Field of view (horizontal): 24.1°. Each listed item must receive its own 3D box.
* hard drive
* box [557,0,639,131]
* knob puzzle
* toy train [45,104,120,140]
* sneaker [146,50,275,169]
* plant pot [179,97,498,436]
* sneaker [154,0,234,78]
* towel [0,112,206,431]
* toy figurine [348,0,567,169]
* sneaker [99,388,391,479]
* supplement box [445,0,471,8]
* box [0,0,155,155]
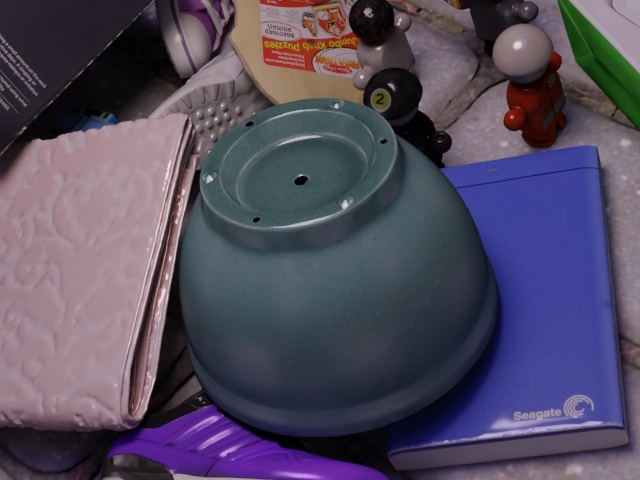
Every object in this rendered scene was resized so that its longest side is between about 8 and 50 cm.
[{"bbox_3d":[0.168,0.056,1.410,0.210,0.040,0.319,-9,51,15],"label":"hard drive"},{"bbox_3d":[0.399,-0.199,1.468,0.231,0.127,0.262,-30,48,-1],"label":"box"},{"bbox_3d":[-0.015,-0.205,1.634,0.030,0.213,0.213,-34,28,56],"label":"knob puzzle"},{"bbox_3d":[-0.231,-0.084,1.656,0.184,0.080,0.105,16,55,31],"label":"toy train"},{"bbox_3d":[-0.120,-0.146,1.639,0.094,0.090,0.235,9,34,41],"label":"sneaker"},{"bbox_3d":[0.000,0.000,1.331,0.293,0.196,0.293,-9,42,8],"label":"plant pot"},{"bbox_3d":[-0.108,-0.314,1.774,0.161,0.102,0.282,-9,51,11],"label":"sneaker"},{"bbox_3d":[-0.270,0.038,1.505,0.331,0.053,0.317,-5,64,39],"label":"towel"},{"bbox_3d":[0.134,-0.183,1.541,0.213,0.148,0.210,-18,49,8],"label":"toy figurine"},{"bbox_3d":[-0.064,0.189,1.356,0.293,0.102,0.146,0,53,21],"label":"sneaker"},{"bbox_3d":[0.125,-0.277,1.501,0.043,0.055,0.083,-32,44,-12],"label":"supplement box"},{"bbox_3d":[-0.359,-0.268,1.689,0.312,0.179,0.343,-47,24,-15],"label":"box"}]
